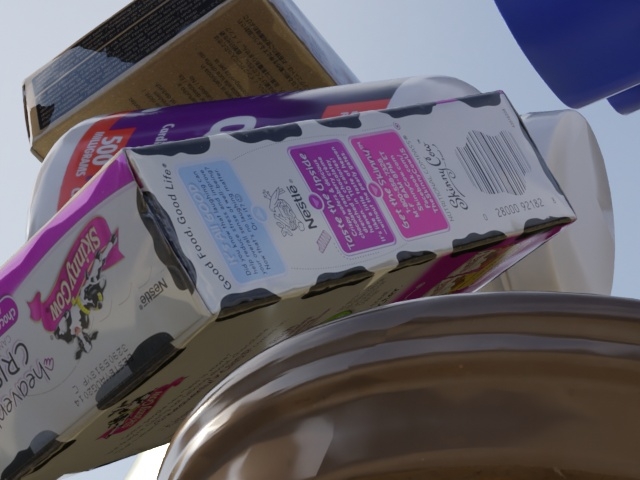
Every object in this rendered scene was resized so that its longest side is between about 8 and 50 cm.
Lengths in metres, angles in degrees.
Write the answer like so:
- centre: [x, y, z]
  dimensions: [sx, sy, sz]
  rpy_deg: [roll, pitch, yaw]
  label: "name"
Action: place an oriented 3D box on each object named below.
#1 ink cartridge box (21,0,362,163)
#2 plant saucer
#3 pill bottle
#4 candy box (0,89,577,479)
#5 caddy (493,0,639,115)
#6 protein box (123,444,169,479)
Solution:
- centre: [-0.067, -0.073, 1.312]
  dimensions: [0.193, 0.088, 0.235]
  rpy_deg: [-32, -49, 12]
  label: "ink cartridge box"
- centre: [0.080, 0.121, 0.530]
  dimensions: [0.278, 0.041, 0.278]
  rpy_deg: [10, -42, 9]
  label: "plant saucer"
- centre: [0.000, 0.000, 1.085]
  dimensions: [0.323, 0.181, 0.181]
  rpy_deg: [-5, -25, 26]
  label: "pill bottle"
- centre: [-0.027, 0.018, 0.740]
  dimensions: [0.159, 0.071, 0.233]
  rpy_deg: [-39, -15, 37]
  label: "candy box"
- centre: [0.225, -0.257, 1.402]
  dimensions: [0.179, 0.341, 0.241]
  rpy_deg: [-31, -13, 25]
  label: "caddy"
- centre: [-0.060, 0.228, 1.586]
  dimensions: [0.136, 0.201, 0.200]
  rpy_deg: [15, -60, -28]
  label: "protein box"
